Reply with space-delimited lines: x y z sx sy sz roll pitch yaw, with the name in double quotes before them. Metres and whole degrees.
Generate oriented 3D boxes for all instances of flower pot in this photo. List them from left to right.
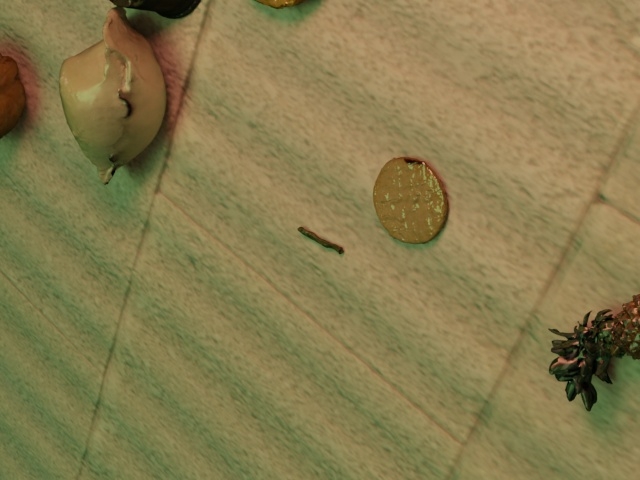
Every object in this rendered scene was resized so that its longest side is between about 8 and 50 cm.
"flower pot" -0.257 -0.403 1.568 0.157 0.107 0.157 14 112 39

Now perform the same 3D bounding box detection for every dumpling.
"dumpling" -0.337 -0.236 1.665 0.243 0.175 0.227 -44 41 24

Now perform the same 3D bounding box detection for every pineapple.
"pineapple" 0.349 0.110 1.174 0.221 0.083 0.103 -33 78 44

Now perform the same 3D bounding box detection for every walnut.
"walnut" -0.625 -0.262 1.884 0.213 0.213 0.213 13 109 39

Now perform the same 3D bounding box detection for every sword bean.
"sword bean" 0.000 0.000 1.508 0.083 0.012 0.012 27 118 33

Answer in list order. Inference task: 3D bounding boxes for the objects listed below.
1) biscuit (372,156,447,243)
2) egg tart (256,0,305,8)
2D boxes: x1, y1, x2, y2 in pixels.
"biscuit" 0.116 -0.051 1.387 0.120 0.015 0.120 13 110 39
"egg tart" -0.063 -0.414 1.408 0.212 0.090 0.212 9 106 36
